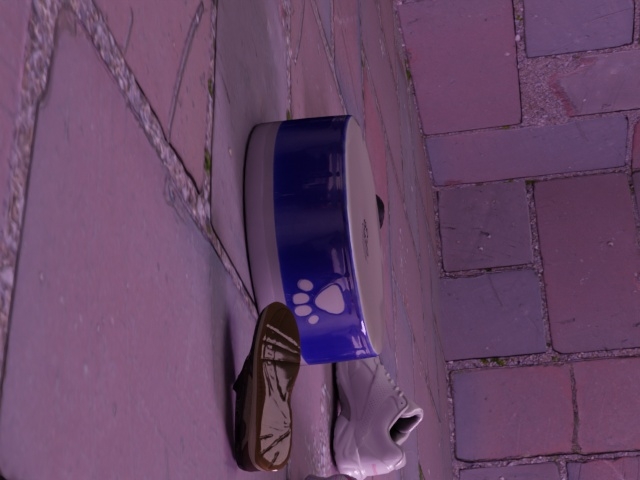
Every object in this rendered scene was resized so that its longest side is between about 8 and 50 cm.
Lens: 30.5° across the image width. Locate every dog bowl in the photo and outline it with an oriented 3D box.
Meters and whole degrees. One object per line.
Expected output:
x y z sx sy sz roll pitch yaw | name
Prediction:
0.000 0.000 1.257 0.265 0.104 0.265 -6 90 -81 | dog bowl

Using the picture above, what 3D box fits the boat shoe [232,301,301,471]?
-0.053 0.127 1.024 0.056 0.049 0.152 32 53 -40 | boat shoe

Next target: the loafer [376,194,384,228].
0.041 -0.038 1.648 0.223 0.076 0.078 41 49 -70 | loafer

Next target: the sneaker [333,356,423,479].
0.079 0.218 1.560 0.090 0.115 0.232 73 14 -49 | sneaker

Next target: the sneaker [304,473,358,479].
0.036 0.315 1.275 0.252 0.103 0.111 65 23 -65 | sneaker
